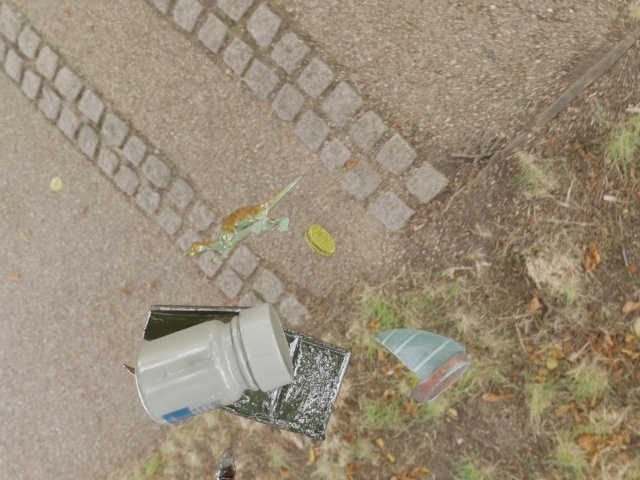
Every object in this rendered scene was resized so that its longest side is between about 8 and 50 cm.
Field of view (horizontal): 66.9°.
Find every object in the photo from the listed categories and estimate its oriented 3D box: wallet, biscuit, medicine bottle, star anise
[{"bbox_3d":[-0.364,0.244,1.452,0.165,0.309,0.042,-57,40,42],"label":"wallet"},{"bbox_3d":[0.000,0.000,1.133,0.023,0.084,0.084,-42,84,27],"label":"biscuit"},{"bbox_3d":[-0.125,0.149,0.587,0.168,0.105,0.105,-19,100,-1],"label":"medicine bottle"},{"bbox_3d":[-0.183,0.476,0.947,0.141,0.042,0.141,179,90,-75],"label":"star anise"}]

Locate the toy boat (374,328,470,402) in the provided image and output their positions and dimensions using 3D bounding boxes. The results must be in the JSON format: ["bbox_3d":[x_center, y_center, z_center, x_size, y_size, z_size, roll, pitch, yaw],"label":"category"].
[{"bbox_3d":[0.122,0.140,0.624,0.122,0.096,0.034,42,158,44],"label":"toy boat"}]

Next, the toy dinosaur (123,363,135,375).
[{"bbox_3d":[-0.238,0.220,0.835,0.220,0.108,0.032,0,112,10],"label":"toy dinosaur"}]

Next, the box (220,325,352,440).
[{"bbox_3d":[-0.095,0.315,1.181,0.251,0.345,0.204,21,79,-5],"label":"box"}]

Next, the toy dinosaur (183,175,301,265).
[{"bbox_3d":[-0.128,-0.032,0.853,0.142,0.212,0.057,4,131,42],"label":"toy dinosaur"}]
